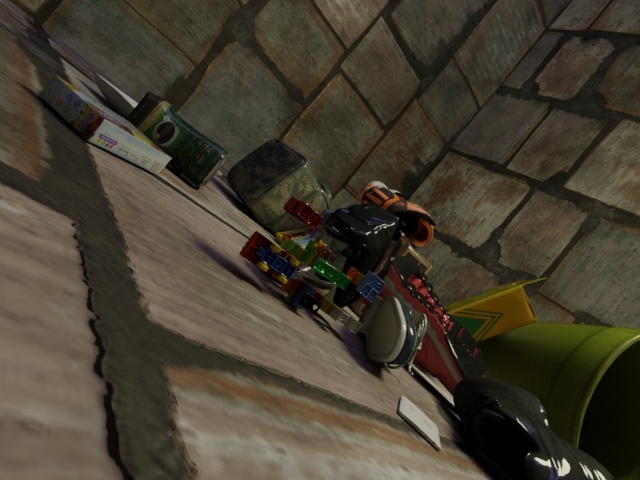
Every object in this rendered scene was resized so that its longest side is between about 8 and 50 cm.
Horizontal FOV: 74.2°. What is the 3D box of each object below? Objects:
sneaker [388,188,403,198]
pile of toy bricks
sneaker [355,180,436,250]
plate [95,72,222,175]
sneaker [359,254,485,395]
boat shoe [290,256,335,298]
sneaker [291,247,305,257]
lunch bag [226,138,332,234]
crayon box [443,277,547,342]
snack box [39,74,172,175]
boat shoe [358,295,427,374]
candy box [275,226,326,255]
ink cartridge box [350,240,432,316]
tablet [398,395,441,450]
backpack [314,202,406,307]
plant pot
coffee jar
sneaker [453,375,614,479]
[{"bbox_3d":[0.085,-0.047,1.281,0.130,0.322,0.236,14,19,-43],"label":"sneaker"},{"bbox_3d":[-0.014,0.024,0.545,0.212,0.118,0.105,40,-6,-38],"label":"pile of toy bricks"},{"bbox_3d":[0.235,-0.029,1.105,0.321,0.124,0.180,22,17,-44],"label":"sneaker"},{"bbox_3d":[-0.409,-0.274,1.061,0.278,0.045,0.277,41,2,32],"label":"plate"},{"bbox_3d":[0.188,0.183,0.802,0.116,0.136,0.313,-16,70,-55],"label":"sneaker"},{"bbox_3d":[-0.032,0.047,0.632,0.056,0.049,0.152,39,0,42],"label":"boat shoe"},{"bbox_3d":[0.004,0.065,0.898,0.158,0.061,0.065,40,-5,-11],"label":"sneaker"},{"bbox_3d":[-0.106,-0.122,1.238,0.305,0.213,0.256,43,-13,54],"label":"lunch bag"},{"bbox_3d":[0.339,0.176,0.957,0.202,0.319,0.081,32,37,-78],"label":"crayon box"},{"bbox_3d":[-0.279,-0.147,0.565,0.100,0.037,0.141,39,1,15],"label":"snack box"},{"bbox_3d":[0.110,0.141,0.638,0.079,0.095,0.254,29,-8,-1],"label":"boat shoe"},{"bbox_3d":[0.000,0.000,1.074,0.206,0.027,0.105,-9,35,-33],"label":"candy box"},{"bbox_3d":[0.139,0.084,1.043,0.088,0.193,0.234,39,2,-17],"label":"ink cartridge box"},{"bbox_3d":[0.109,0.197,0.465,0.054,0.006,0.083,40,2,16],"label":"tablet"},{"bbox_3d":[0.048,0.029,0.740,0.152,0.181,0.115,-14,46,-40],"label":"backpack"},{"bbox_3d":[0.513,0.325,0.908,0.366,0.366,0.353,39,-10,-20],"label":"plant pot"},{"bbox_3d":[-0.275,-0.189,0.806,0.184,0.096,0.079,40,-2,-11],"label":"coffee jar"},{"bbox_3d":[0.242,0.246,0.562,0.130,0.109,0.286,31,0,-9],"label":"sneaker"}]
